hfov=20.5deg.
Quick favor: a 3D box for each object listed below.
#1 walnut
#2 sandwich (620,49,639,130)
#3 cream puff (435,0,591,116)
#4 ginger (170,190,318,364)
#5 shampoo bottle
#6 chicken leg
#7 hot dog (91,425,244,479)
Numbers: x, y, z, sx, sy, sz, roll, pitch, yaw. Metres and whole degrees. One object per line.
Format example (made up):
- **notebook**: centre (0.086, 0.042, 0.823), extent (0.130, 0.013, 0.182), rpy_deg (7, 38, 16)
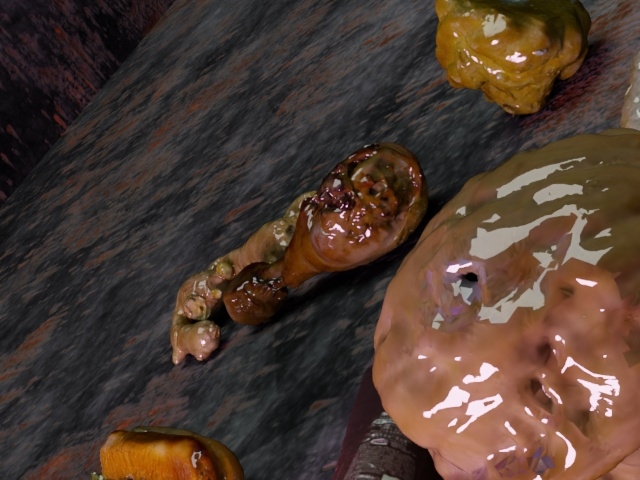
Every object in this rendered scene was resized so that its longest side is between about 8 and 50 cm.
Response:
- **walnut**: centre (0.137, 0.044, 0.918), extent (0.245, 0.198, 0.198), rpy_deg (-41, 15, 38)
- **sandwich**: centre (0.290, -0.170, 1.059), extent (0.249, 0.095, 0.273), rpy_deg (-33, 42, 52)
- **cream puff**: centre (0.160, -0.162, 1.522), extent (0.146, 0.146, 0.116), rpy_deg (-75, -4, -61)
- **ginger**: centre (-0.082, 0.033, 1.714), extent (0.176, 0.052, 0.193), rpy_deg (-13, 36, 51)
- **shampoo bottle**: centre (0.051, 0.124, 1.141), extent (0.067, 0.068, 0.236), rpy_deg (-34, 18, 38)
- **chicken leg**: centre (0.001, 0.003, 1.562), extent (0.251, 0.087, 0.107), rpy_deg (-39, -2, 39)
- **hot dog**: centre (-0.120, 0.197, 1.378), extent (0.250, 0.076, 0.104), rpy_deg (-17, 51, 65)
